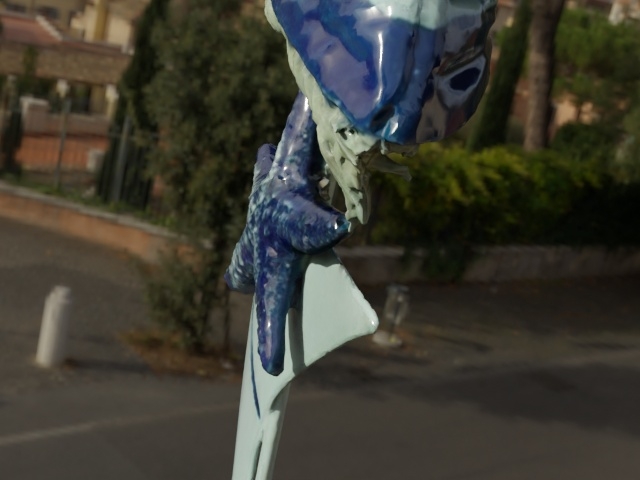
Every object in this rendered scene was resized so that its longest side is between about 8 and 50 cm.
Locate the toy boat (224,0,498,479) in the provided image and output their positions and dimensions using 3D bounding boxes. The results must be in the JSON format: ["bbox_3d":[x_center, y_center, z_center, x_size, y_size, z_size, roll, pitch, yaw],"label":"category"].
[{"bbox_3d":[0.003,-0.006,0.399,0.070,0.292,0.210,9,-4,-5],"label":"toy boat"}]
